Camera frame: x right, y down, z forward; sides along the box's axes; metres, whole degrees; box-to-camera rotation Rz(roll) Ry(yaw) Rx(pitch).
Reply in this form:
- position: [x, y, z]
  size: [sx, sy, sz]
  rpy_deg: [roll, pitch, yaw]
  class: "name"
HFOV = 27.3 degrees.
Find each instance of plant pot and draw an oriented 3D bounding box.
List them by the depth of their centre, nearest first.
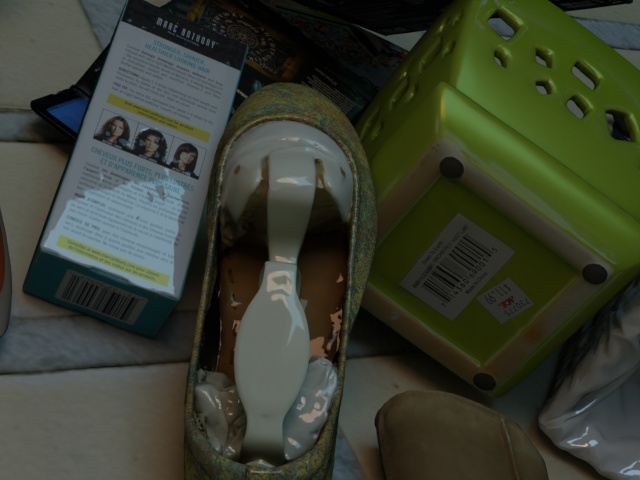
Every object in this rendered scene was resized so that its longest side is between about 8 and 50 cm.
- position: [0.130, -0.031, 1.005]
  size: [0.227, 0.228, 0.207]
  rpy_deg: [36, 38, -5]
  class: "plant pot"

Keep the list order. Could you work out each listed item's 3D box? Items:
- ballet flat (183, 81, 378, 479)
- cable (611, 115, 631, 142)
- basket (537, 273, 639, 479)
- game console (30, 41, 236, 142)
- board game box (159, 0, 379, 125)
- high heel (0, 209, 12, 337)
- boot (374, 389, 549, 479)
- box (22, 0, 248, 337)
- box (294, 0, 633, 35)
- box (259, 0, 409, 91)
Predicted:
- position: [-0.025, 0.019, 0.849]
  size: [0.123, 0.123, 0.349]
  rpy_deg: [17, 59, -19]
  class: "ballet flat"
- position: [0.399, -0.094, 1.431]
  size: [0.184, 0.047, 0.151]
  rpy_deg: [7, 43, -31]
  class: "cable"
- position: [0.400, 0.057, 1.024]
  size: [0.328, 0.331, 0.266]
  rpy_deg: [31, 34, -2]
  class: "basket"
- position: [-0.142, -0.102, 1.025]
  size: [0.122, 0.071, 0.107]
  rpy_deg: [37, 81, 6]
  class: "game console"
- position: [-0.052, -0.150, 1.132]
  size: [0.186, 0.026, 0.126]
  rpy_deg: [38, 41, 5]
  class: "board game box"
- position: [-0.340, -0.070, 0.870]
  size: [0.377, 0.181, 0.127]
  rpy_deg: [63, 4, 17]
  class: "high heel"
- position: [0.151, 0.234, 0.840]
  size: [0.236, 0.089, 0.270]
  rpy_deg: [29, 30, -22]
  class: "boot"
- position: [-0.129, -0.058, 0.949]
  size: [0.100, 0.060, 0.244]
  rpy_deg: [22, 52, -13]
  class: "box"
- position: [0.072, -0.251, 1.104]
  size: [0.242, 0.307, 0.077]
  rpy_deg: [14, 84, -38]
  class: "box"
- position: [0.001, -0.173, 1.243]
  size: [0.207, 0.036, 0.114]
  rpy_deg: [24, 37, -11]
  class: "box"
